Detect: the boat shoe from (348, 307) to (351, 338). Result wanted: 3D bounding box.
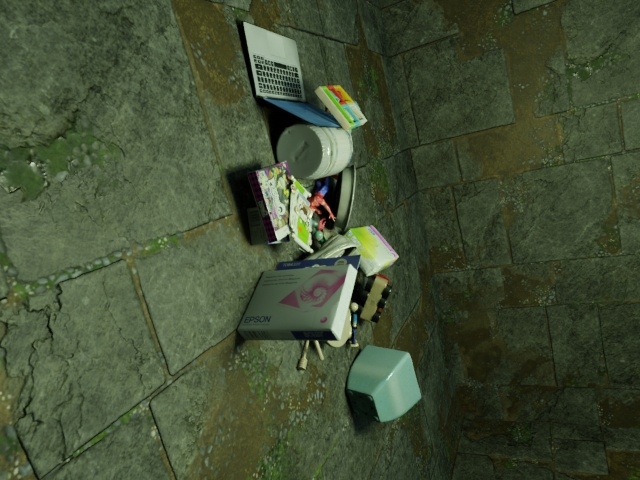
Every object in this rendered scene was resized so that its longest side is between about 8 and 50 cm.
[{"bbox_3d":[0.102,0.351,1.906,0.049,0.056,0.152,6,61,-25],"label":"boat shoe"}]

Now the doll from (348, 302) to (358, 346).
[{"bbox_3d":[0.143,0.367,1.943,0.129,0.046,0.189,-128,-143,-77],"label":"doll"}]

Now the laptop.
[{"bbox_3d":[-0.063,-0.612,1.662,0.382,0.236,0.408,-27,109,-61],"label":"laptop"}]

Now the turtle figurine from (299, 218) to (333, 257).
[{"bbox_3d":[0.000,0.000,1.756,0.234,0.118,0.175,32,55,-62],"label":"turtle figurine"}]

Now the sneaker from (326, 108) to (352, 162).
[{"bbox_3d":[0.115,-0.502,2.103,0.131,0.111,0.297,-6,89,-63],"label":"sneaker"}]

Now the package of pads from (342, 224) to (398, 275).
[{"bbox_3d":[0.238,0.046,2.099,0.229,0.101,0.296,52,26,14],"label":"package of pads"}]

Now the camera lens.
[{"bbox_3d":[-0.018,-0.350,1.695,0.274,0.219,0.220,-29,108,-61],"label":"camera lens"}]

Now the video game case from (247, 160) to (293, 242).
[{"bbox_3d":[-0.140,-0.133,1.443,0.210,0.041,0.232,-38,114,-61],"label":"video game case"}]

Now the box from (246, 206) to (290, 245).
[{"bbox_3d":[-0.174,-0.050,1.478,0.137,0.072,0.126,-7,89,-63],"label":"box"}]

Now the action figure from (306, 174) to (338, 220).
[{"bbox_3d":[0.017,-0.170,1.845,0.139,0.091,0.280,58,35,-21],"label":"action figure"}]

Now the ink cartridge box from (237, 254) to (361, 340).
[{"bbox_3d":[-0.059,0.158,1.366,0.071,0.324,0.330,60,35,-38],"label":"ink cartridge box"}]

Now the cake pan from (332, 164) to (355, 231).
[{"bbox_3d":[0.096,-0.186,1.897,0.293,0.054,0.293,-173,-90,-85],"label":"cake pan"}]

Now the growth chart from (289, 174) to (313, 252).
[{"bbox_3d":[-0.065,-0.085,1.507,0.172,0.021,0.237,31,54,-60],"label":"growth chart"}]

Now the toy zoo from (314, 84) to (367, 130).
[{"bbox_3d":[0.095,-0.540,1.763,0.192,0.030,0.293,51,28,-3],"label":"toy zoo"}]

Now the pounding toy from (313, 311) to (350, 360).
[{"bbox_3d":[0.007,0.333,1.692,0.237,0.110,0.183,-26,101,-51],"label":"pounding toy"}]

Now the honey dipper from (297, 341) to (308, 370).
[{"bbox_3d":[-0.053,0.403,1.627,0.030,0.030,0.161,57,35,-39],"label":"honey dipper"}]

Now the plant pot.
[{"bbox_3d":[0.254,0.648,1.929,0.252,0.247,0.248,-32,112,-42],"label":"plant pot"}]

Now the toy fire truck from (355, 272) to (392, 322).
[{"bbox_3d":[0.248,0.246,2.116,0.246,0.158,0.217,-44,154,-69],"label":"toy fire truck"}]

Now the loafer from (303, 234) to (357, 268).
[{"bbox_3d":[0.010,0.098,1.639,0.319,0.111,0.112,-45,134,-23],"label":"loafer"}]
